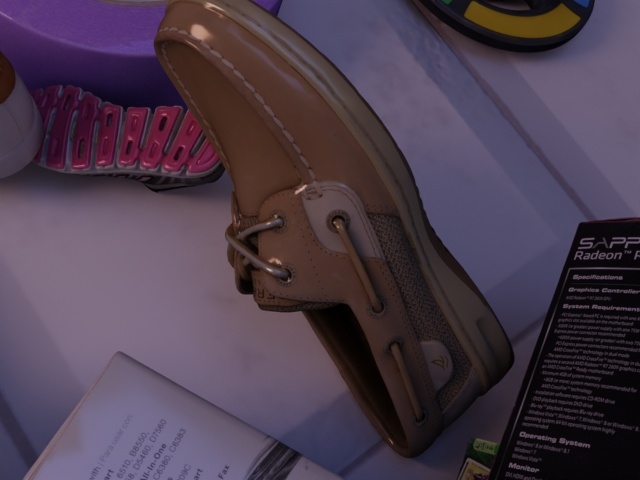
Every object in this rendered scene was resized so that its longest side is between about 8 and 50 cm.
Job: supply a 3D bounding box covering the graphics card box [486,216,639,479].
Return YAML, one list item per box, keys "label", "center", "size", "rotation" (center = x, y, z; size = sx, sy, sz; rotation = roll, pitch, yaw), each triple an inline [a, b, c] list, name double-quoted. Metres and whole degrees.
- label: "graphics card box"
  center: [0.179, 0.195, 0.438]
  size: [0.233, 0.094, 0.371]
  rotation: [53, 52, -35]

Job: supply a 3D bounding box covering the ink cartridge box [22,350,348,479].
- label: "ink cartridge box"
  center: [-0.051, 0.160, 0.411]
  size: [0.203, 0.148, 0.086]
  rotation: [31, 61, -2]

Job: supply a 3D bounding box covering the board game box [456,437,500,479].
- label: "board game box"
  center: [0.070, 0.260, 0.422]
  size: [0.030, 0.136, 0.260]
  rotation: [5, 52, 35]

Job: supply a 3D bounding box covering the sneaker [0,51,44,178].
- label: "sneaker"
  center: [-0.329, -0.110, 0.453]
  size: [0.290, 0.123, 0.106]
  rotation: [2, 64, -5]

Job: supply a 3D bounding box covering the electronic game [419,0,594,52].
- label: "electronic game"
  center: [0.177, -0.288, 0.757]
  size: [0.229, 0.048, 0.229]
  rotation: [7, 64, -15]

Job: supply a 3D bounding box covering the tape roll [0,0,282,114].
- label: "tape roll"
  center: [-0.162, -0.234, 0.597]
  size: [0.274, 0.090, 0.275]
  rotation: [7, 63, -14]

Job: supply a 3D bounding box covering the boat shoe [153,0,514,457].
- label: "boat shoe"
  center: [0.000, 0.000, 0.473]
  size: [0.110, 0.121, 0.341]
  rotation: [-44, 108, -18]

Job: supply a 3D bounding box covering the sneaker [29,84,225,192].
- label: "sneaker"
  center: [-0.143, -0.068, 0.545]
  size: [0.170, 0.075, 0.063]
  rotation: [7, 80, 10]
